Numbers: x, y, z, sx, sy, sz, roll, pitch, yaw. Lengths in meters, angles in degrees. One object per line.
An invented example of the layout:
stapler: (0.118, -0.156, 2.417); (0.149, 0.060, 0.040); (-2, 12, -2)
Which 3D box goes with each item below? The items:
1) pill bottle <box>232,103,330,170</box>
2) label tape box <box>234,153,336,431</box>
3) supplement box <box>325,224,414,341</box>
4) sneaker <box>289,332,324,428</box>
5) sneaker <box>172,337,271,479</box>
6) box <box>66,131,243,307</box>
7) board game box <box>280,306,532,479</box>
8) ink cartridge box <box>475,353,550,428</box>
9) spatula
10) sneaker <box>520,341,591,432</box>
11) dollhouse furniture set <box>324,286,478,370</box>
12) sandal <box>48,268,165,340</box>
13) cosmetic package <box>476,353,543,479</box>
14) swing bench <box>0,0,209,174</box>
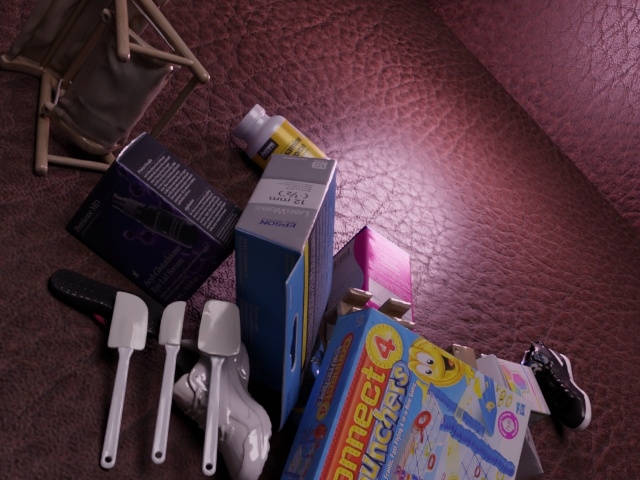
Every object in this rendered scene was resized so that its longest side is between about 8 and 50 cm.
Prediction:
pill bottle: (-0.077, -0.174, 1.675); (0.184, 0.103, 0.103); (40, 30, -6)
label tape box: (-0.059, 0.061, 1.250); (0.115, 0.249, 0.348); (8, 32, 9)
supplement box: (0.086, 0.097, 1.531); (0.114, 0.111, 0.220); (34, 32, -19)
sneaker: (-0.020, 0.217, 1.316); (0.209, 0.069, 0.082); (-96, 168, -61)
sneaker: (-0.142, 0.222, 1.140); (0.115, 0.090, 0.232); (11, 35, -33)
box: (-0.231, -0.025, 1.253); (0.207, 0.153, 0.108); (38, 31, -9)
board game box: (0.115, 0.295, 1.154); (0.301, 0.086, 0.308); (31, 63, -22)
ink cartridge box: (0.335, 0.283, 1.653); (0.209, 0.062, 0.109); (19, 39, -36)
spatula: (-0.188, 0.174, 1.093); (0.168, 0.019, 0.242); (9, 53, -13)
sneaker: (0.473, 0.298, 1.802); (0.121, 0.079, 0.217); (29, 25, -20)
dollhouse furniture set: (0.106, 0.226, 1.359); (0.242, 0.161, 0.212); (17, 45, -26)
sandal: (-0.281, 0.092, 1.169); (0.179, 0.040, 0.067); (24, 27, -6)
cosmetic package: (0.300, 0.306, 1.463); (0.231, 0.085, 0.117); (56, 17, -45)
swing bench: (-0.336, -0.262, 1.318); (0.165, 0.253, 0.255); (7, 47, -47)
